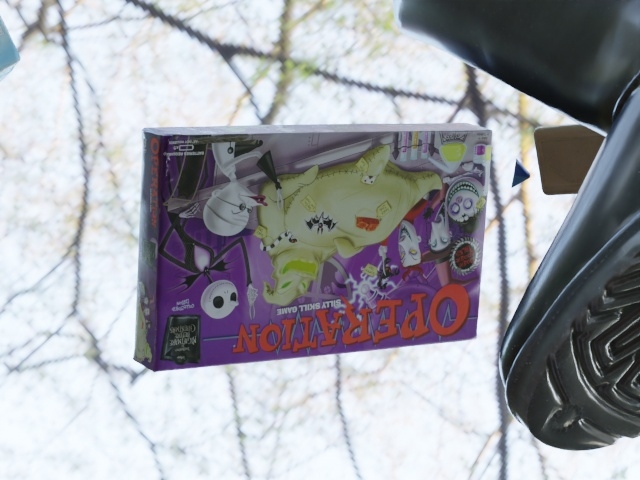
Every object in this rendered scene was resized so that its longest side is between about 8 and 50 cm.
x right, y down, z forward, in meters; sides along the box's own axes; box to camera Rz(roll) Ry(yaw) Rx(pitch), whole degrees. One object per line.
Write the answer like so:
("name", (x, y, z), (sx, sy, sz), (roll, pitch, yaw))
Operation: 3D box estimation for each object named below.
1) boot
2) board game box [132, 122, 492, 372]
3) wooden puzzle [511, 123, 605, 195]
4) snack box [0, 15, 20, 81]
("boot", (0.166, -0.106, 1.096), (0.146, 0.367, 0.445), (44, 1, -42))
("board game box", (0.000, 0.000, 1.399), (0.056, 0.346, 0.208), (26, -65, 55))
("wooden puzzle", (0.230, -0.074, 1.395), (0.116, 0.014, 0.079), (2, -51, 10))
("snack box", (-0.275, -0.194, 0.775), (0.187, 0.060, 0.322), (-23, -85, 58))
